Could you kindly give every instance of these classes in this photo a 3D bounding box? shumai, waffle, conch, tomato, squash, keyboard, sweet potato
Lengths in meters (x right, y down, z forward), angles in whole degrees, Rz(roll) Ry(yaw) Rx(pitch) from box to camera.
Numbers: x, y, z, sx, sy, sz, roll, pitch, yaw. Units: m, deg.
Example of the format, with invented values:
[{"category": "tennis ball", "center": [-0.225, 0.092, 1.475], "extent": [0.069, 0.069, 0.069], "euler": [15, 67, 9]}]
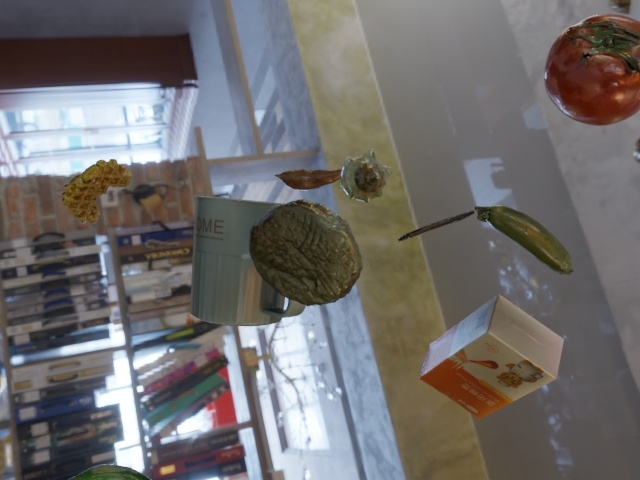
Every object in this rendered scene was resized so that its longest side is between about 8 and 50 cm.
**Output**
[{"category": "shumai", "center": [0.000, 0.000, 1.288], "extent": [0.272, 0.203, 0.222], "euler": [23, -58, 31]}, {"category": "waffle", "center": [-0.603, -0.137, 1.664], "extent": [0.051, 0.194, 0.149], "euler": [43, -9, 31]}, {"category": "conch", "center": [0.110, -0.167, 1.511], "extent": [0.234, 0.137, 0.114], "euler": [-92, 162, -67]}, {"category": "tomato", "center": [0.650, -0.393, 1.430], "extent": [0.224, 0.255, 0.256], "euler": [68, -2, -53]}, {"category": "squash", "center": [0.500, -0.005, 1.452], "extent": [0.071, 0.318, 0.080], "euler": [-57, -163, 3]}, {"category": "keyboard", "center": [0.355, -0.046, 1.883], "extent": [0.017, 0.250, 0.087], "euler": [69, -22, 8]}, {"category": "sweet potato", "center": [-0.015, -0.173, 1.752], "extent": [0.068, 0.226, 0.068], "euler": [-2, 90, -81]}]

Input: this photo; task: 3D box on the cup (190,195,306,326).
[{"category": "cup", "center": [-0.171, 0.053, 1.587], "extent": [0.257, 0.331, 0.311], "euler": [-12, 108, -78]}]

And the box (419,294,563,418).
[{"category": "box", "center": [0.456, 0.328, 1.688], "extent": [0.143, 0.225, 0.341], "euler": [-57, -177, -40]}]

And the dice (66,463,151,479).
[{"category": "dice", "center": [-0.449, 0.654, 1.207], "extent": [0.300, 0.297, 0.287], "euler": [42, -58, 17]}]
